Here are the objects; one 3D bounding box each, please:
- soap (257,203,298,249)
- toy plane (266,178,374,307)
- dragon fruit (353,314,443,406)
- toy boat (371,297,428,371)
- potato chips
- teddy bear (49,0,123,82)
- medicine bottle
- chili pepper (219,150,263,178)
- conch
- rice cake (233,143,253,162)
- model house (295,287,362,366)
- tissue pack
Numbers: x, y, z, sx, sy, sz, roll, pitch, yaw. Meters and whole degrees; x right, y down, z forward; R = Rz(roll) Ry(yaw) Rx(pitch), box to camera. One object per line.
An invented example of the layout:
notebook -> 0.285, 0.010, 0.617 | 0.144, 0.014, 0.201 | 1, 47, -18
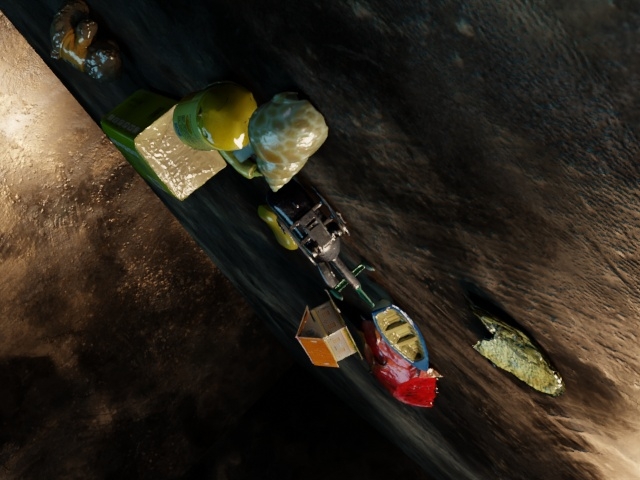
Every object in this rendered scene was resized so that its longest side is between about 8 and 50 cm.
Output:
soap -> -0.100, -0.034, 1.745 | 0.089, 0.045, 0.140 | 23, 153, 53
toy plane -> 0.000, 0.000, 1.433 | 0.381, 0.106, 0.155 | 50, 173, -19
dragon fruit -> 0.181, 0.325, 1.856 | 0.282, 0.100, 0.343 | 45, 167, 25
toy boat -> 0.182, 0.207, 1.562 | 0.229, 0.080, 0.046 | 52, -159, -36
potato chips -> 0.302, 0.173, 1.159 | 0.202, 0.029, 0.220 | 30, 162, 50
teddy bear -> -0.555, -0.459, 1.723 | 0.190, 0.140, 0.177 | 36, 163, 5
medicine bottle -> -0.189, -0.221, 1.302 | 0.124, 0.124, 0.239 | 51, 166, -19
chili pepper -> -0.207, -0.208, 1.569 | 0.208, 0.043, 0.049 | 48, 180, -5
conch -> -0.059, -0.162, 1.114 | 0.116, 0.106, 0.173 | 31, 158, -20
rice cake -> -0.148, -0.191, 1.453 | 0.042, 0.030, 0.180 | 52, 165, -8
model house -> 0.012, 0.263, 1.957 | 0.207, 0.136, 0.219 | 60, 175, 40
tissue pack -> -0.392, -0.242, 1.769 | 0.275, 0.167, 0.200 | 30, 158, 54
